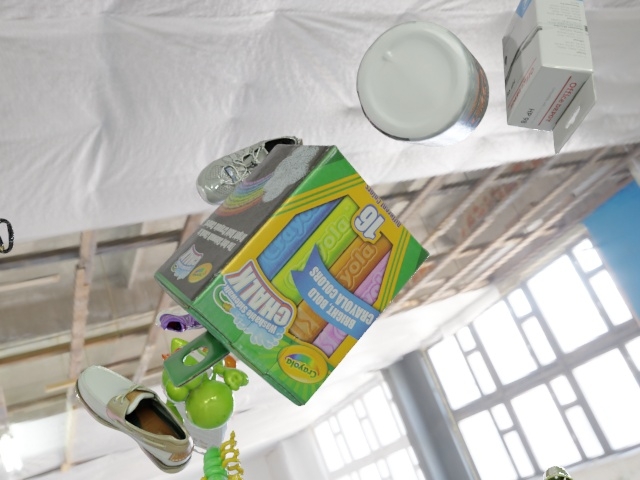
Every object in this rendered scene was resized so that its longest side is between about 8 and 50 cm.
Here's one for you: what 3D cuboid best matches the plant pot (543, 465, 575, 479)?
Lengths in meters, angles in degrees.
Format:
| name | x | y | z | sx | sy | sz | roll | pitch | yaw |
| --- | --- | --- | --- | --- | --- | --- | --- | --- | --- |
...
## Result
| name | x | y | z | sx | sy | sz | roll | pitch | yaw |
| --- | --- | --- | --- | --- | --- | --- | --- | --- | --- |
| plant pot | 0.502 | 0.515 | 1.369 | 0.083 | 0.083 | 0.079 | -28 | 0 | 16 |

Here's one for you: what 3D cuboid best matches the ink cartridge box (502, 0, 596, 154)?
| name | x | y | z | sx | sy | sz | roll | pitch | yaw |
| --- | --- | --- | --- | --- | --- | --- | --- | --- | --- |
| ink cartridge box | 0.259 | -0.202 | 0.751 | 0.060 | 0.180 | 0.104 | 8 | -29 | -3 |

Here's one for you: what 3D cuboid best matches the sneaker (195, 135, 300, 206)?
| name | x | y | z | sx | sy | sz | roll | pitch | yaw |
| --- | --- | --- | --- | --- | --- | --- | --- | --- | --- |
| sneaker | -0.163 | -0.176 | 1.469 | 0.281 | 0.105 | 0.115 | -38 | 2 | -36 |

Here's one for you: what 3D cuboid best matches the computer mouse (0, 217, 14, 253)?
| name | x | y | z | sx | sy | sz | roll | pitch | yaw |
| --- | --- | --- | --- | --- | --- | --- | --- | --- | --- |
| computer mouse | -0.748 | -0.073 | 1.441 | 0.071 | 0.041 | 0.242 | -27 | -60 | -17 |

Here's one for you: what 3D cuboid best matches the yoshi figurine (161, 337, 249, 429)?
| name | x | y | z | sx | sy | sz | roll | pitch | yaw |
| --- | --- | --- | --- | --- | --- | --- | --- | --- | --- |
| yoshi figurine | -0.272 | 0.346 | 1.502 | 0.202 | 0.204 | 0.362 | 11 | -5 | -3 |

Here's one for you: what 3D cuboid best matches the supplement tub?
| name | x | y | z | sx | sy | sz | roll | pitch | yaw |
| --- | --- | --- | --- | --- | --- | --- | --- | --- | --- |
| supplement tub | 0.210 | -0.285 | 1.244 | 0.207 | 0.207 | 0.338 | -30 | -4 | 21 |

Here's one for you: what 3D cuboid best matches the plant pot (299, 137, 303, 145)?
| name | x | y | z | sx | sy | sz | roll | pitch | yaw |
| --- | --- | --- | --- | --- | --- | --- | --- | --- | --- |
| plant pot | -0.100 | -0.201 | 1.725 | 0.096 | 0.109 | 0.109 | 1 | -57 | 14 |

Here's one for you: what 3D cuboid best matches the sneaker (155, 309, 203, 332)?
| name | x | y | z | sx | sy | sz | roll | pitch | yaw |
| --- | --- | --- | --- | --- | --- | --- | --- | --- | --- |
| sneaker | -0.408 | 0.252 | 1.935 | 0.169 | 0.071 | 0.068 | 4 | -65 | -41 |

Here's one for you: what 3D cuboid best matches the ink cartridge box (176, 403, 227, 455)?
| name | x | y | z | sx | sy | sz | roll | pitch | yaw |
| --- | --- | --- | --- | --- | --- | --- | --- | --- | --- |
| ink cartridge box | -0.326 | 0.515 | 1.790 | 0.045 | 0.145 | 0.180 | -53 | -28 | -52 |

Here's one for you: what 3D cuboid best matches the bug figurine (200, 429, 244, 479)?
| name | x | y | z | sx | sy | sz | roll | pitch | yaw |
| --- | --- | --- | --- | --- | --- | --- | --- | --- | --- |
| bug figurine | -0.134 | 0.410 | 0.898 | 0.072 | 0.216 | 0.279 | -7 | -63 | -5 |

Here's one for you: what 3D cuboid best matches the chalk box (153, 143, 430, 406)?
| name | x | y | z | sx | sy | sz | roll | pitch | yaw |
| --- | --- | --- | --- | --- | --- | --- | --- | --- | --- |
| chalk box | -0.057 | 0.054 | 0.736 | 0.289 | 0.179 | 0.180 | -49 | 23 | -10 |

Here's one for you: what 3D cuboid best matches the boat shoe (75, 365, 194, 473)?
| name | x | y | z | sx | sy | sz | roll | pitch | yaw |
| --- | --- | --- | --- | --- | --- | --- | --- | --- | --- |
| boat shoe | -0.378 | 0.345 | 1.336 | 0.113 | 0.302 | 0.103 | -43 | -20 | -47 |
